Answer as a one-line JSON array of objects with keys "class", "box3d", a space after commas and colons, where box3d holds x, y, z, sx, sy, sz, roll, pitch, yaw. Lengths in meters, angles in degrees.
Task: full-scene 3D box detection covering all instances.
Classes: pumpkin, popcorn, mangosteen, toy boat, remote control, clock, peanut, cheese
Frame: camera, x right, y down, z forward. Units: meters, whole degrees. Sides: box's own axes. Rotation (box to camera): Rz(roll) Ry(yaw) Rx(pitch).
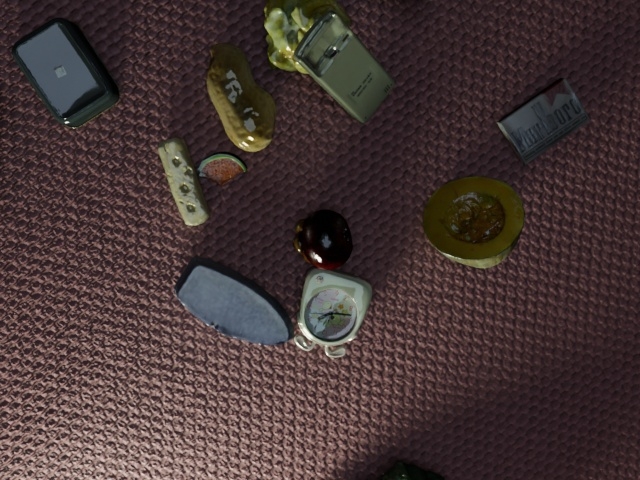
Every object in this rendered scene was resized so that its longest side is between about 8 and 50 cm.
[{"class": "pumpkin", "box3d": [0.340, -0.025, 1.681, 0.217, 0.217, 0.110, -28, 138, -2]}, {"class": "popcorn", "box3d": [-0.034, -0.430, 1.578, 0.187, 0.167, 0.185, 24, 123, 25]}, {"class": "mangosteen", "box3d": [0.000, 0.000, 1.660, 0.140, 0.140, 0.140, -1, 97, -6]}, {"class": "toy boat", "box3d": [-0.179, 0.145, 1.675, 0.283, 0.078, 0.127, 31, 90, -8]}, {"class": "remote control", "box3d": [0.051, -0.347, 1.558, 0.038, 0.285, 0.123, 42, 97, 36]}, {"class": "clock", "box3d": [0.021, 0.159, 1.704, 0.152, 0.062, 0.191, 17, 96, -8]}, {"class": "peanut", "box3d": [-0.166, -0.300, 1.607, 0.120, 0.110, 0.236, -19, 92, 18]}, {"class": "cheese", "box3d": [-0.292, -0.125, 1.647, 0.065, 0.043, 0.194, -19, 101, 2]}]

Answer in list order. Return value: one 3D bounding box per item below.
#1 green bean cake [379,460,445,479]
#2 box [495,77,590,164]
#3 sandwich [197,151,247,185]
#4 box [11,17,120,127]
[{"class": "green bean cake", "box3d": [0.122, 0.643, 1.725, 0.308, 0.169, 0.300, 23, 95, -7]}, {"class": "box", "box3d": [0.493, -0.265, 1.710, 0.177, 0.036, 0.115, -34, 99, 0]}, {"class": "sandwich", "box3d": [-0.215, -0.157, 1.659, 0.101, 0.026, 0.069, -31, 103, 2]}, {"class": "box", "box3d": [-0.518, -0.342, 1.571, 0.144, 0.090, 0.201, -32, 99, -2]}]
